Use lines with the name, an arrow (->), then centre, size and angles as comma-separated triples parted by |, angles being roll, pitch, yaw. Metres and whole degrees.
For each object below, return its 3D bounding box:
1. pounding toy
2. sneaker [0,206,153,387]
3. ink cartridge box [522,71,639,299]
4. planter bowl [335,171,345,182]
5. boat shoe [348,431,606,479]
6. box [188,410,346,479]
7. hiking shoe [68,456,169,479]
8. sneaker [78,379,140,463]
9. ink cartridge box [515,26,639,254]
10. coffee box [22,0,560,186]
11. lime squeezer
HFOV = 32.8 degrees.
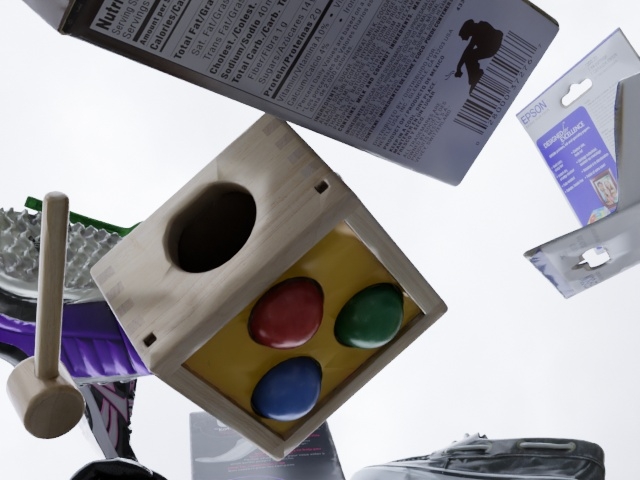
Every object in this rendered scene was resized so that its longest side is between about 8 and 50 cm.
pounding toy -> -0.063, 0.043, 0.547 | 0.206, 0.094, 0.181 | -42, -41, 1
sneaker -> -0.187, 0.075, 0.924 | 0.293, 0.102, 0.146 | 21, -61, -34
ink cartridge box -> 0.252, -0.069, 0.524 | 0.065, 0.332, 0.165 | 69, -167, 16
planter bowl -> 0.000, 0.000, 1.474 | 0.162, 0.162, 0.109 | -32, -109, -31
boat shoe -> 0.190, 0.294, 1.311 | 0.121, 0.335, 0.119 | 60, -139, -33
box -> -0.058, 0.298, 1.188 | 0.165, 0.270, 0.143 | -4, -73, -7
hiking shoe -> -0.116, 0.169, 0.610 | 0.086, 0.227, 0.114 | -36, -67, -51
sneaker -> -0.225, 0.173, 1.170 | 0.077, 0.072, 0.178 | -29, -64, -22
ink cartridge box -> 0.350, -0.115, 1.279 | 0.045, 0.206, 0.208 | -23, -101, -34
coffee box -> -0.031, -0.144, 0.567 | 0.297, 0.168, 0.119 | 15, -69, -49
lime squeezer -> -0.179, 0.015, 1.202 | 0.110, 0.310, 0.059 | -15, -59, -64
